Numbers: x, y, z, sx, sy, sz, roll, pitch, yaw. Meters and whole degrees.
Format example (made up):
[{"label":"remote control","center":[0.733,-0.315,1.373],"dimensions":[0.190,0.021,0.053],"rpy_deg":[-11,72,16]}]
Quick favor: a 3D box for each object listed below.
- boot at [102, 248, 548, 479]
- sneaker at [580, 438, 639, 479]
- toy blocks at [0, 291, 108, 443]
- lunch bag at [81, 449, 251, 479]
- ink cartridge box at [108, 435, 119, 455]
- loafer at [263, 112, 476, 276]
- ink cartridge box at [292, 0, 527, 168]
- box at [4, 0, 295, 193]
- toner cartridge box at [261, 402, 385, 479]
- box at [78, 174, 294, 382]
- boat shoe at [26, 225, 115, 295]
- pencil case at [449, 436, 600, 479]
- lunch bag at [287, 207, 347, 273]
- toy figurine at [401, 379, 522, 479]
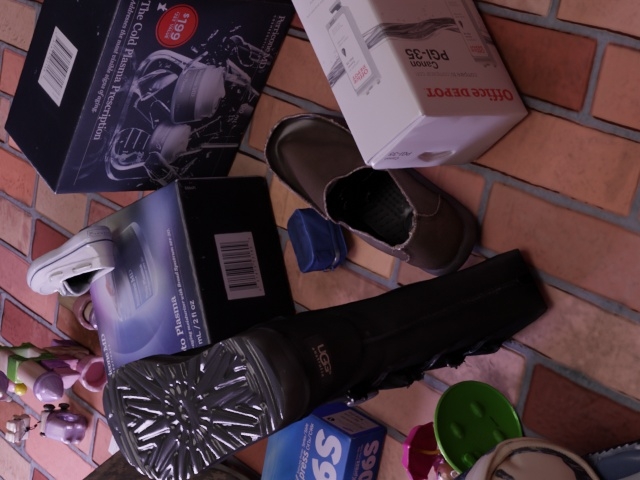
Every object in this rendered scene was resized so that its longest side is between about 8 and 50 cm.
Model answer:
[{"label":"boot","center":[0.008,0.139,1.391],"dimensions":[0.367,0.445,0.146],"rpy_deg":[-19,90,47]},{"label":"sneaker","center":[0.408,0.266,1.220],"dimensions":[0.319,0.112,0.131],"rpy_deg":[-21,76,46]},{"label":"toy blocks","center":[-0.501,0.250,2.031],"dimensions":[0.260,0.288,0.309],"rpy_deg":[19,104,49]},{"label":"lunch bag","center":[-0.251,0.456,1.797],"dimensions":[0.287,0.235,0.169],"rpy_deg":[8,116,31]},{"label":"ink cartridge box","center":[-0.305,0.362,2.005],"dimensions":[0.135,0.056,0.099],"rpy_deg":[35,117,39]},{"label":"loafer","center":[0.046,-0.083,1.536],"dimensions":[0.366,0.130,0.134],"rpy_deg":[32,100,36]},{"label":"ink cartridge box","center":[0.106,-0.241,1.420],"dimensions":[0.117,0.207,0.283],"rpy_deg":[-40,66,42]},{"label":"box","center":[-0.256,-0.259,1.718],"dimensions":[0.179,0.312,0.343],"rpy_deg":[46,125,33]},{"label":"toner cartridge box","center":[-0.015,0.408,1.697],"dimensions":[0.165,0.075,0.348],"rpy_deg":[24,111,43]},{"label":"box","center":[-0.213,0.082,1.799],"dimensions":[0.294,0.182,0.296],"rpy_deg":[-22,77,46]},{"label":"boat shoe","center":[-0.396,0.053,1.802],"dimensions":[0.226,0.083,0.076],"rpy_deg":[-34,67,48]},{"label":"pencil case","center":[0.182,0.378,1.360],"dimensions":[0.183,0.160,0.410],"rpy_deg":[39,142,3]},{"label":"lunch bag","center":[0.000,0.000,1.651],"dimensions":[0.067,0.065,0.098],"rpy_deg":[133,124,-61]},{"label":"toy figurine","center":[0.178,0.282,1.485],"dimensions":[0.173,0.130,0.159],"rpy_deg":[50,145,1]}]
